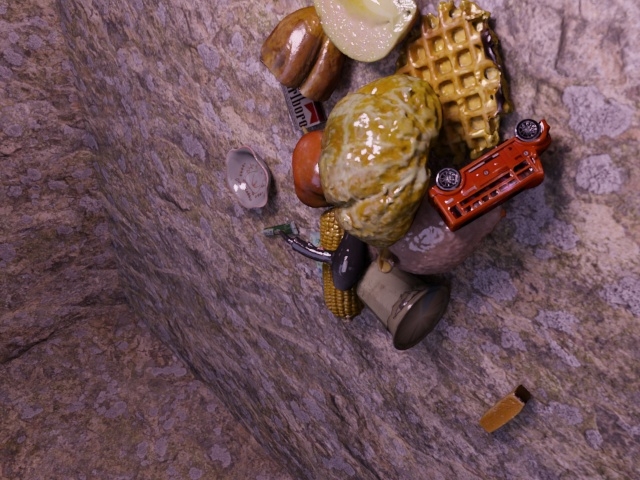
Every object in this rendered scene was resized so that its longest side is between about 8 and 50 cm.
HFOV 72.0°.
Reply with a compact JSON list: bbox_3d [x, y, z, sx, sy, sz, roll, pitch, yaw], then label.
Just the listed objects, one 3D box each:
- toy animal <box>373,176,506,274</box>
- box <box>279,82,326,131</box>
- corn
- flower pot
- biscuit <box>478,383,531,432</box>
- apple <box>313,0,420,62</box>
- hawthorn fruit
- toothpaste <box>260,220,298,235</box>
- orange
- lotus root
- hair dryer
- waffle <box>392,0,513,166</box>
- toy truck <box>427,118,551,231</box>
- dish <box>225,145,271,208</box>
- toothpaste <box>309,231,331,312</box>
[{"bbox_3d":[0.252,-0.033,1.038,0.358,0.188,0.227,-1,89,46],"label":"toy animal"},{"bbox_3d":[-0.055,-0.413,1.263,0.115,0.036,0.178,-4,110,48],"label":"box"},{"bbox_3d":[0.068,0.066,1.351,0.143,0.144,0.388,13,118,42],"label":"corn"},{"bbox_3d":[0.209,0.165,1.219,0.202,0.212,0.212,35,135,38],"label":"flower pot"},{"bbox_3d":[0.498,0.457,1.193,0.052,0.056,0.188,40,136,19],"label":"biscuit"},{"bbox_3d":[0.091,-0.517,0.960,0.193,0.120,0.265,-40,85,37],"label":"apple"},{"bbox_3d":[0.000,-0.217,1.228,0.199,0.199,0.251,-48,58,49],"label":"hawthorn fruit"},{"bbox_3d":[-0.155,-0.037,1.606,0.204,0.031,0.049,-6,109,47],"label":"toothpaste"},{"bbox_3d":[0.107,-0.176,0.923,0.271,0.210,0.369,5,83,61],"label":"orange"},{"bbox_3d":[-0.016,-0.467,1.082,0.180,0.188,0.199,-38,81,40],"label":"lotus root"},{"bbox_3d":[0.000,0.000,1.222,0.271,0.091,0.236,15,105,11],"label":"hair dryer"},{"bbox_3d":[0.280,-0.325,0.943,0.312,0.060,0.307,50,142,12],"label":"waffle"},{"bbox_3d":[0.339,-0.124,0.860,0.252,0.107,0.114,-31,75,9],"label":"toy truck"},{"bbox_3d":[-0.234,-0.225,1.538,0.229,0.081,0.230,22,124,36],"label":"dish"},{"bbox_3d":[0.018,0.110,1.504,0.074,0.048,0.297,5,113,48],"label":"toothpaste"}]
